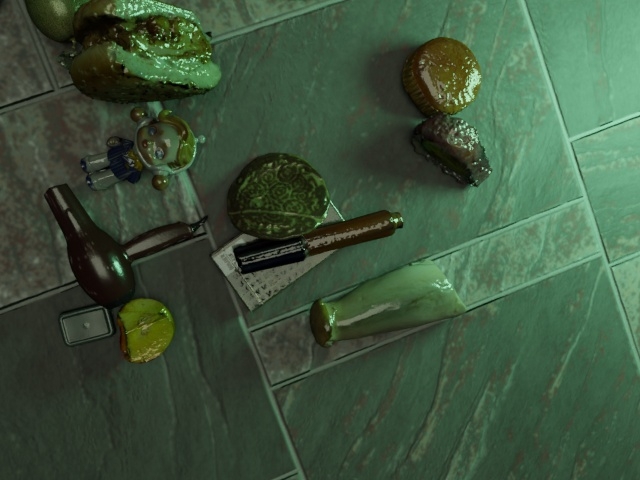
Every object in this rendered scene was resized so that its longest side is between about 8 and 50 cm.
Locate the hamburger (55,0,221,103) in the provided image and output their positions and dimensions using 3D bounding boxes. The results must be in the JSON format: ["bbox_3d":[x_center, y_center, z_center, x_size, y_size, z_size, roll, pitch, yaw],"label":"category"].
[{"bbox_3d":[-0.401,-0.407,1.434,0.318,0.277,0.195,-7,93,-48],"label":"hamburger"}]

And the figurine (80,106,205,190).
[{"bbox_3d":[-0.415,-0.191,1.526,0.274,0.133,0.194,-42,81,4],"label":"figurine"}]

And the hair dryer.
[{"bbox_3d":[-0.438,-0.031,1.543,0.341,0.123,0.312,-26,98,-18],"label":"hair dryer"}]

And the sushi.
[{"bbox_3d":[0.347,-0.227,1.621,0.241,0.161,0.107,36,86,-8],"label":"sushi"}]

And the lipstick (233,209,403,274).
[{"bbox_3d":[0.000,0.000,1.575,0.419,0.077,0.077,-14,95,-11],"label":"lipstick"}]

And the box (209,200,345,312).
[{"bbox_3d":[-0.093,0.014,1.620,0.325,0.047,0.180,-36,99,-6],"label":"box"}]

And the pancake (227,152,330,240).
[{"bbox_3d":[-0.101,-0.107,1.573,0.250,0.031,0.250,-1,64,2],"label":"pancake"}]

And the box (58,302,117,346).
[{"bbox_3d":[-0.560,0.202,1.563,0.126,0.031,0.091,-13,94,-7],"label":"box"}]

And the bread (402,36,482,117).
[{"bbox_3d":[0.308,-0.410,1.635,0.199,0.104,0.199,0,91,-11],"label":"bread"}]

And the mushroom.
[{"bbox_3d":[0.169,0.157,1.631,0.408,0.137,0.154,-12,107,-15],"label":"mushroom"}]

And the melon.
[{"bbox_3d":[-0.587,-0.525,1.467,0.139,0.139,0.192,-22,93,-7],"label":"melon"}]

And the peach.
[{"bbox_3d":[-0.413,0.218,1.547,0.151,0.118,0.151,3,57,-5],"label":"peach"}]
